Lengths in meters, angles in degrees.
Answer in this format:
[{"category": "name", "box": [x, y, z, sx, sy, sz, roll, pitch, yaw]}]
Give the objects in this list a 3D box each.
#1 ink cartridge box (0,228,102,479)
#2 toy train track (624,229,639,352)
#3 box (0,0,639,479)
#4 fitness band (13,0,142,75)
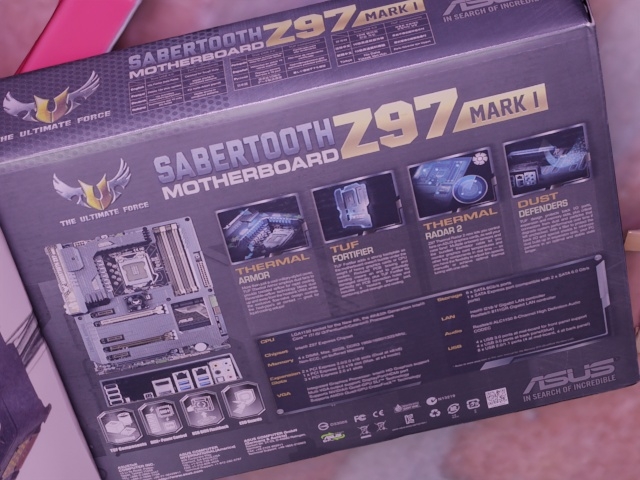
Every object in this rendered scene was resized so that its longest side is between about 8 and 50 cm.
[{"category": "ink cartridge box", "box": [-0.200, 0.038, 0.684, 0.172, 0.100, 0.237, 8, 134, 25]}, {"category": "toy train track", "box": [0.145, 0.012, 0.781, 0.048, 0.014, 0.083, 6, 127, -7]}, {"category": "box", "box": [0.000, 0.000, 0.725, 0.232, 0.059, 0.183, -14, 130, 2]}, {"category": "fitness band", "box": [-0.187, -0.103, 0.718, 0.209, 0.054, 0.291, 33, 117, -12]}]
